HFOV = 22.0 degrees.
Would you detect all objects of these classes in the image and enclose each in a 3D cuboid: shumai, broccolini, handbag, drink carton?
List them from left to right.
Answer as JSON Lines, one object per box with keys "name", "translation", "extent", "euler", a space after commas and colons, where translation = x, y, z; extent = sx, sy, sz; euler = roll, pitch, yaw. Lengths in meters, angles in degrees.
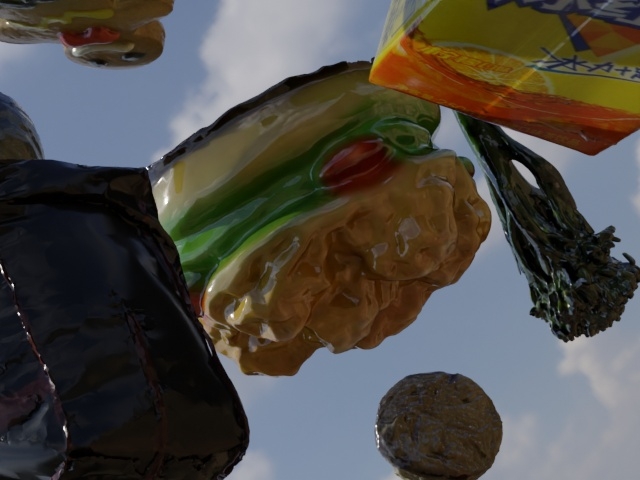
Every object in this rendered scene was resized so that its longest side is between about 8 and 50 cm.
{"name": "handbag", "translation": [-0.133, 0.081, 0.786], "extent": [0.155, 0.169, 0.215], "euler": [-1, -32, -31]}
{"name": "shumai", "translation": [0.112, 0.205, 1.737], "extent": [0.105, 0.123, 0.139], "euler": [-29, -23, 38]}
{"name": "broccolini", "translation": [0.139, -0.018, 1.139], "extent": [0.068, 0.203, 0.091], "euler": [-41, 1, -40]}
{"name": "drink carton", "translation": [0.141, -0.142, 0.799], "extent": [0.351, 0.154, 0.111], "euler": [140, 147, -76]}

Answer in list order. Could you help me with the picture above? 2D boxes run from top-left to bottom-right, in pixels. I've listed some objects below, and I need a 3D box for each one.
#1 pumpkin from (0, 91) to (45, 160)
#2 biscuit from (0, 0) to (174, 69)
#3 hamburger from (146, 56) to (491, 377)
{"name": "pumpkin", "translation": [-0.416, -0.083, 1.847], "extent": [0.223, 0.223, 0.157], "euler": [-40, -51, -22]}
{"name": "biscuit", "translation": [-0.192, -0.176, 1.266], "extent": [0.158, 0.035, 0.240], "euler": [-7, -17, 19]}
{"name": "hamburger", "translation": [0.000, 0.000, 1.067], "extent": [0.237, 0.149, 0.237], "euler": [-26, -14, -7]}
